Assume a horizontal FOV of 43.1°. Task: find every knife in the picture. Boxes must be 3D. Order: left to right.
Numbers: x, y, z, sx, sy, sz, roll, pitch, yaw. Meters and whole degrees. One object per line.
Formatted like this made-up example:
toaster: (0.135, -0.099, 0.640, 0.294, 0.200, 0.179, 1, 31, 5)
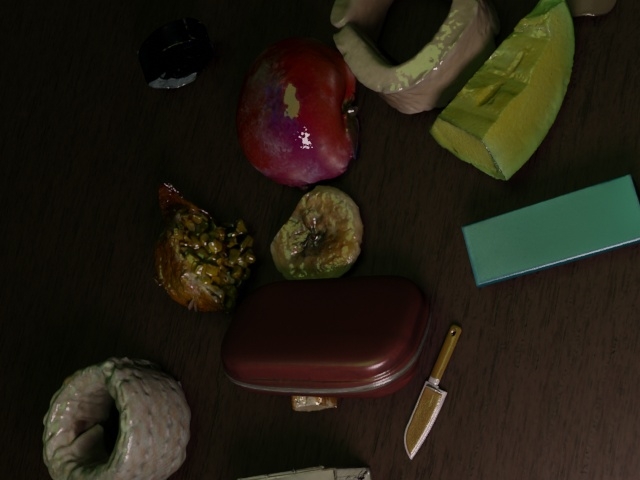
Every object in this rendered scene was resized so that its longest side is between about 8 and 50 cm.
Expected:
knife: (0.205, 0.274, 1.468, 0.046, 0.022, 0.256, 22, 89, 29)

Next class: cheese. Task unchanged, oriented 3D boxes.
cheese: (0.172, -0.428, 1.600, 0.292, 0.153, 0.332, -48, 58, 10)

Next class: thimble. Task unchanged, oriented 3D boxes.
thimble: (-0.429, 0.388, 1.708, 0.291, 0.195, 0.292, -8, 74, 28)

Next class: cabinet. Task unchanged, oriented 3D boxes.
cabinet: (-0.023, 0.488, 1.470, 0.206, 0.145, 0.150, -17, 69, 25)

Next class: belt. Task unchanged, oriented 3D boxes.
belt: (-0.342, -0.437, 1.911, 0.198, 0.151, 0.078, -34, 66, 29)

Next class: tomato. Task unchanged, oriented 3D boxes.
tomato: (-0.077, -0.274, 1.696, 0.289, 0.176, 0.335, -7, 75, 32)

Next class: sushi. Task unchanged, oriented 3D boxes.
sushi: (-0.258, 0.024, 1.737, 0.179, 0.166, 0.296, -47, 49, 38)

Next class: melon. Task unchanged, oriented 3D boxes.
melon: (0.355, -0.284, 1.476, 0.196, 0.124, 0.323, 37, 90, 30)

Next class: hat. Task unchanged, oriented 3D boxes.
hat: (0.487, -0.494, 1.474, 0.147, 0.085, 0.175, 0, 75, 29)

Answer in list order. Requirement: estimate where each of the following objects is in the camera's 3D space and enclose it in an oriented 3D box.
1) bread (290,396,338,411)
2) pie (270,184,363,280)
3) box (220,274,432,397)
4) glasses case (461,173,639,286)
bread: (-0.013, 0.290, 1.557, 0.076, 0.083, 0.070, -13, 67, 27)
pie: (0.002, 0.001, 1.646, 0.185, 0.052, 0.218, 38, 99, 27)
box: (0.007, 0.177, 1.506, 0.403, 0.108, 0.263, -3, 40, 29)
glasses case: (0.405, -0.011, 1.405, 0.301, 0.070, 0.117, -17, 75, 24)
